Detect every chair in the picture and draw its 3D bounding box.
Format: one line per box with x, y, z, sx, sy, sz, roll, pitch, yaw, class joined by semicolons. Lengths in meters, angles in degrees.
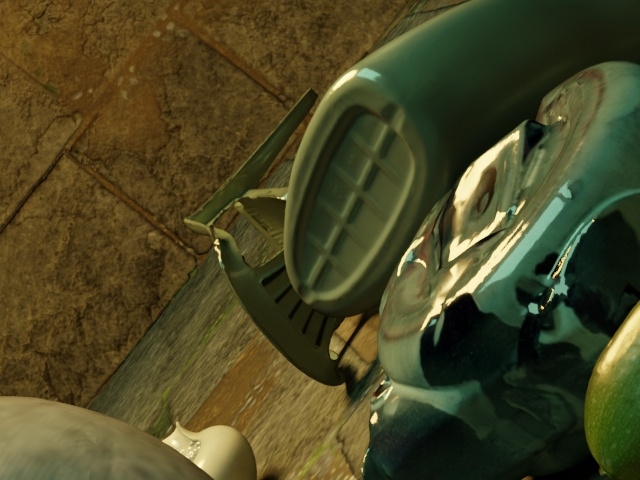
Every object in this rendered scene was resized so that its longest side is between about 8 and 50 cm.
0.000;0.000;1.670;0.274;0.203;0.190;-50;19;-20;chair

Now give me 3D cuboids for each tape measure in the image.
0.145;0.018;1.039;0.256;0.147;0.275;-43;13;40;tape measure

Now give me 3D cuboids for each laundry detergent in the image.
0.152;-0.105;1.335;0.398;0.125;0.264;-33;-22;-37;laundry detergent

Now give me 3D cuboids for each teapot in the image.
-0.115;0.245;1.605;0.145;0.092;0.226;-53;10;9;teapot

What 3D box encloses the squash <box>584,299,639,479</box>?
0.246;-0.013;0.848;0.341;0.094;0.094;-50;9;6;squash

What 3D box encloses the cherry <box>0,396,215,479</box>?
-0.186;0.264;1.201;0.291;0.334;0.326;-34;15;-37;cherry
